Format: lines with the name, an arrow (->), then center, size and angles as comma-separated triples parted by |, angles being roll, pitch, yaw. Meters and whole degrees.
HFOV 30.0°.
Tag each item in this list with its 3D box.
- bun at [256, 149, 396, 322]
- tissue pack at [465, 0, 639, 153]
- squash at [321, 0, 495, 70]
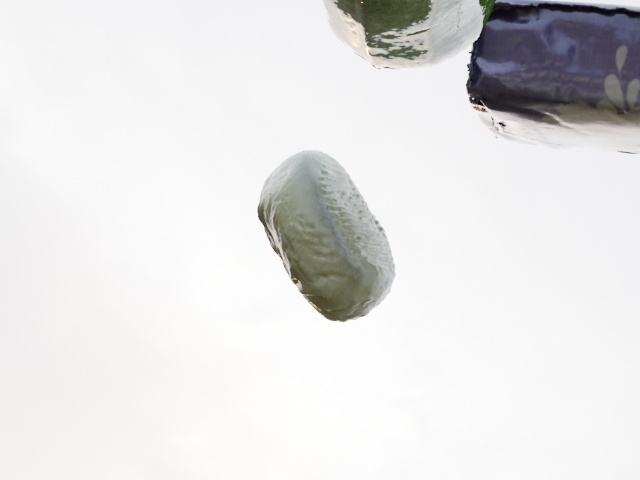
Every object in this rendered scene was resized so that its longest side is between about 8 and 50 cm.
bun -> 0.000, 0.000, 1.237 | 0.188, 0.111, 0.164 | 62, 15, 12
tissue pack -> 0.338, -0.160, 1.237 | 0.343, 0.125, 0.242 | 7, -5, 16
squash -> 0.032, -0.111, 0.406 | 0.068, 0.077, 0.219 | 44, -6, 10
